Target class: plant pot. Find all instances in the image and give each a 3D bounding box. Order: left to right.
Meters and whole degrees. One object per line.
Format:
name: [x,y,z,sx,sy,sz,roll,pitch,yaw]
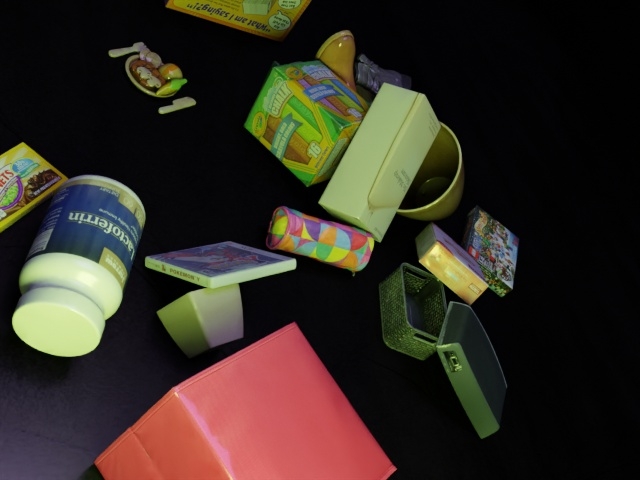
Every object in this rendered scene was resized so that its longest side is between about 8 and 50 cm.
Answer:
plant pot: [-0.193,0.139,1.262,0.109,0.109,0.096,-11,76,-47]
plant pot: [0.259,-0.143,1.827,0.254,0.237,0.237,35,28,-60]

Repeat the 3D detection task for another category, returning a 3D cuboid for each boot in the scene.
boot: [0.064,-0.339,1.798,0.109,0.283,0.220,-13,57,-29]
boot: [0.148,-0.375,1.883,0.161,0.083,0.246,21,37,-15]

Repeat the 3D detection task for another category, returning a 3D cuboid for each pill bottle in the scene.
pill bottle: [-0.371,0.036,1.151,0.153,0.153,0.264,26,42,-22]

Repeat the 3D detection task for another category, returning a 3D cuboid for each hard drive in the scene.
hard drive: [0.324,0.269,1.563,0.254,0.054,0.172,62,32,-22]

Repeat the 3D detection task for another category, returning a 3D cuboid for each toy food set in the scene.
toy food set: [-0.362,-0.367,1.626,0.192,0.038,0.132,48,38,5]

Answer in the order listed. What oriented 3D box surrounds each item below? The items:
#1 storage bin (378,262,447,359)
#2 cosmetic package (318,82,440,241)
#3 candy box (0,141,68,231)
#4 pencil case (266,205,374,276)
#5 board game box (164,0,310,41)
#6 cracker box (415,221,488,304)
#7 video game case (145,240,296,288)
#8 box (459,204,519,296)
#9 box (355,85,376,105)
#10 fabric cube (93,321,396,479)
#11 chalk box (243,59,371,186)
storage bin: [0.203,0.154,1.617,0.122,0.084,0.180,24,41,-24]
cosmetic package: [0.136,-0.172,1.650,0.113,0.309,0.160,23,-8,29]
candy box: [-0.522,-0.083,1.227,0.105,0.027,0.206,38,38,-3]
pencil case: [0.000,0.000,1.570,0.236,0.104,0.104,18,45,-33]
board game box: [-0.200,-0.799,1.914,0.357,0.356,0.356,6,51,-38]
cracker box: [0.304,0.048,1.751,0.156,0.067,0.232,41,14,-5]
video game case: [-0.177,0.039,1.331,0.184,0.023,0.201,13,17,40]
box: [0.451,0.025,1.993,0.159,0.044,0.233,38,38,-9]
box: [0.168,-0.317,1.994,0.181,0.119,0.181,21,44,-28]
fabric cube: [-0.107,0.316,1.047,0.258,0.259,0.254,54,38,9]
chalk box: [-0.040,-0.295,1.721,0.289,0.180,0.179,43,36,17]
